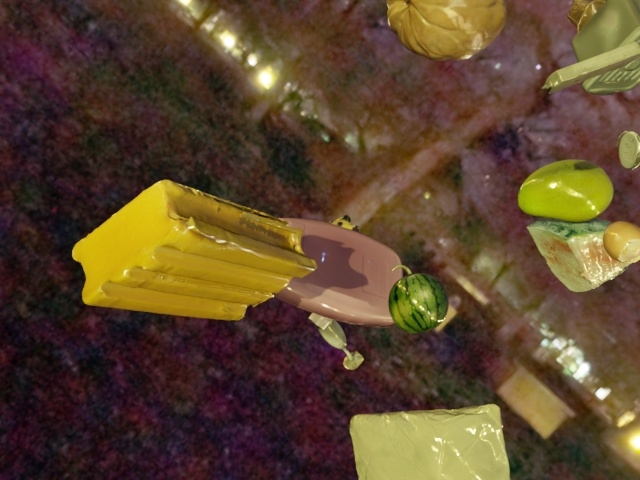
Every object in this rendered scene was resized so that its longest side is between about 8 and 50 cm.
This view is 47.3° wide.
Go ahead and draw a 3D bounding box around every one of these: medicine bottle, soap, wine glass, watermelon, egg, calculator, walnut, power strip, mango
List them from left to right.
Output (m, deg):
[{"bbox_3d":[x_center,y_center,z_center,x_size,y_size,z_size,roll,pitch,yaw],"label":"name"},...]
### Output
[{"bbox_3d":[-0.170,0.027,1.074,0.324,0.204,0.096,19,45,-57],"label":"soap"},{"bbox_3d":[0.017,0.154,1.653,0.052,0.089,0.052,37,-5,4],"label":"medicine bottle"},{"bbox_3d":[0.051,0.284,2.054,0.198,0.066,0.066,56,-2,-38],"label":"wine glass"},{"bbox_3d":[0.039,0.057,1.363,0.294,0.043,0.194,16,55,-19],"label":"calculator"},{"bbox_3d":[0.158,0.096,1.176,0.109,0.109,0.109,43,7,-6],"label":"watermelon"},{"bbox_3d":[0.282,-0.548,1.648,0.296,0.285,0.285,63,12,15],"label":"walnut"},{"bbox_3d":[0.741,-0.153,2.201,0.273,0.185,0.149,7,15,4],"label":"mango"},{"bbox_3d":[0.844,0.048,2.337,0.387,0.258,0.228,7,18,-23],"label":"watermelon"},{"bbox_3d":[0.552,-0.353,1.500,0.080,0.226,0.029,112,-43,-81],"label":"power strip"},{"bbox_3d":[0.604,0.000,1.457,0.080,0.080,0.096,39,21,-32],"label":"egg"},{"bbox_3d":[0.870,-0.229,1.853,0.204,0.111,0.111,0,16,-8],"label":"wine glass"}]

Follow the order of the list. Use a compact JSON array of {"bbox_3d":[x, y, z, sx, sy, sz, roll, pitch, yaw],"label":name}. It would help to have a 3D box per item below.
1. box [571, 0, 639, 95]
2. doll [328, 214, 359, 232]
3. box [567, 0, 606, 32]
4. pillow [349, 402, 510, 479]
[{"bbox_3d":[0.682,-0.450,1.635,0.243,0.163,0.135,122,-44,-58],"label":"box"},{"bbox_3d":[0.001,0.000,1.713,0.086,0.117,0.291,35,-18,-23],"label":"doll"},{"bbox_3d":[0.798,-0.647,2.112,0.177,0.111,0.111,-8,41,-33],"label":"box"},{"bbox_3d":[0.193,0.431,1.266,0.076,0.280,0.274,7,74,-66],"label":"pillow"}]
